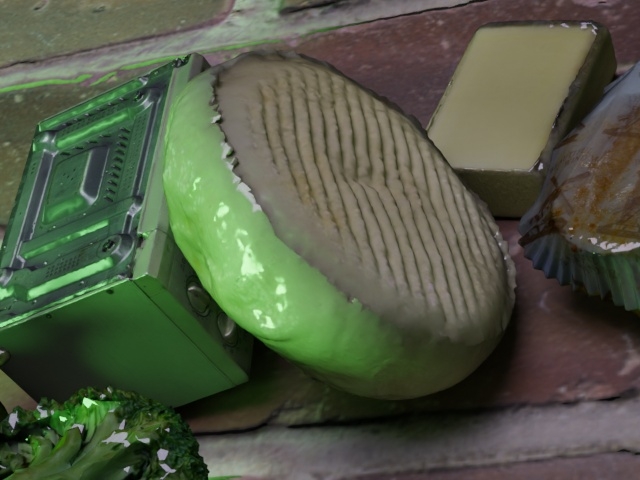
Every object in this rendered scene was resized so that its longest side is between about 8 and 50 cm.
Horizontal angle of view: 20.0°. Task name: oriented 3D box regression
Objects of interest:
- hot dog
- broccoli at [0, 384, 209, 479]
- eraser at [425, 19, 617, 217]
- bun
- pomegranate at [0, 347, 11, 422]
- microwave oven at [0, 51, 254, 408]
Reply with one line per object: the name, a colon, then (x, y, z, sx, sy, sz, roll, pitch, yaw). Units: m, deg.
hot dog: (0.243, -0.044, 1.281, 0.163, 0.082, 0.270, 10, 44, 26)
broccoli: (-0.188, 0.221, 1.086, 0.308, 0.275, 0.308, -4, 58, 7)
eraser: (0.152, -0.096, 1.403, 0.117, 0.058, 0.172, 2, 47, 31)
bun: (0.000, 0.000, 1.254, 0.146, 0.287, 0.287, -51, 31, 27)
pomegranate: (-0.287, 0.144, 1.263, 0.181, 0.224, 0.181, 14, 39, -12)
microwave oven: (-0.148, 0.003, 1.380, 0.194, 0.145, 0.240, -18, 41, 24)
